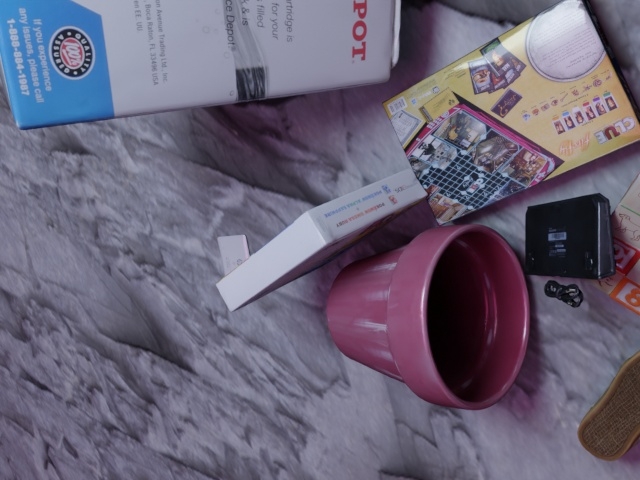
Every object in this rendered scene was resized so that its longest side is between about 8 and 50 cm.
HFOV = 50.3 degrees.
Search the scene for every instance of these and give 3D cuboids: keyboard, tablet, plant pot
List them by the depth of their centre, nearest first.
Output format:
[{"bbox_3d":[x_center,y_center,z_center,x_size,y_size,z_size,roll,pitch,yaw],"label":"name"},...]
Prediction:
[{"bbox_3d":[0.250,0.013,0.696,0.023,0.180,0.108,1,89,-4],"label":"keyboard"},{"bbox_3d":[0.113,0.085,0.795,0.180,0.201,0.201,-3,102,47],"label":"plant pot"},{"bbox_3d":[-0.126,0.033,1.024,0.054,0.006,0.083,-5,101,32],"label":"tablet"}]

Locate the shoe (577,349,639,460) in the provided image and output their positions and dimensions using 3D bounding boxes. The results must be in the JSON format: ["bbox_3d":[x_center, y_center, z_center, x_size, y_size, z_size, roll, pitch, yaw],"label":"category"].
[{"bbox_3d":[0.341,0.154,0.703,0.076,0.058,0.219,46,143,21],"label":"shoe"}]

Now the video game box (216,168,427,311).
[{"bbox_3d":[0.000,0.000,0.809,0.205,0.187,0.048,-36,80,46],"label":"video game box"}]

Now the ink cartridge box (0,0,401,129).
[{"bbox_3d":[-0.126,-0.290,0.677,0.166,0.395,0.285,42,138,53],"label":"ink cartridge box"}]

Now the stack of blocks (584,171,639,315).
[{"bbox_3d":[0.405,0.040,0.610,0.297,0.087,0.171,35,152,18],"label":"stack of blocks"}]

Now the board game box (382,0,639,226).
[{"bbox_3d":[0.207,-0.136,0.756,0.243,0.042,0.165,-24,90,33],"label":"board game box"}]
